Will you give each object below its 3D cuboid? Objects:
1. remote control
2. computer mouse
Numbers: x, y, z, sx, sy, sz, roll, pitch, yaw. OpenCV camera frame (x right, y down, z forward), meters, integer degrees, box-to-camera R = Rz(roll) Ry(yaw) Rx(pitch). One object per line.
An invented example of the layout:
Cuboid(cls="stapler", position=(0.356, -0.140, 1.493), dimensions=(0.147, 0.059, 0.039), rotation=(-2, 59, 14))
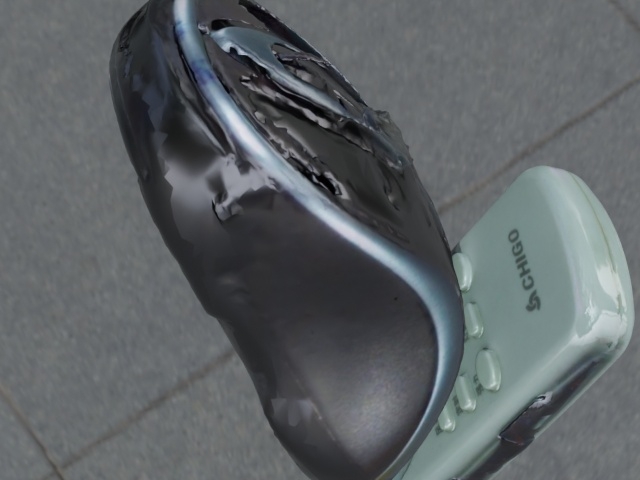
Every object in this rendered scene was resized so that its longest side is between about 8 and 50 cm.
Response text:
Cuboid(cls="remote control", position=(0.083, 0.087, 0.968), dimensions=(0.056, 0.296, 0.140), rotation=(12, 45, -29))
Cuboid(cls="computer mouse", position=(0.000, 0.000, 0.612), dimensions=(0.096, 0.233, 0.137), rotation=(-25, 45, 1))
